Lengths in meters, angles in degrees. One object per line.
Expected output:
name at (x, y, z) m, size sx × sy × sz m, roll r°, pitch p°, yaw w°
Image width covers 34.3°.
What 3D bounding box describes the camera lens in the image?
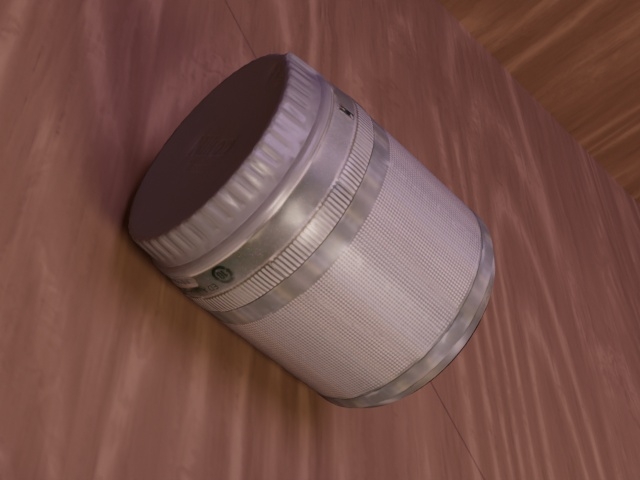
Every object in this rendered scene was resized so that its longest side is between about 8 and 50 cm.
camera lens at (0.000, 0.000, 0.909) m, size 0.274 × 0.219 × 0.219 m, roll 39°, pitch 32°, yaw -26°
